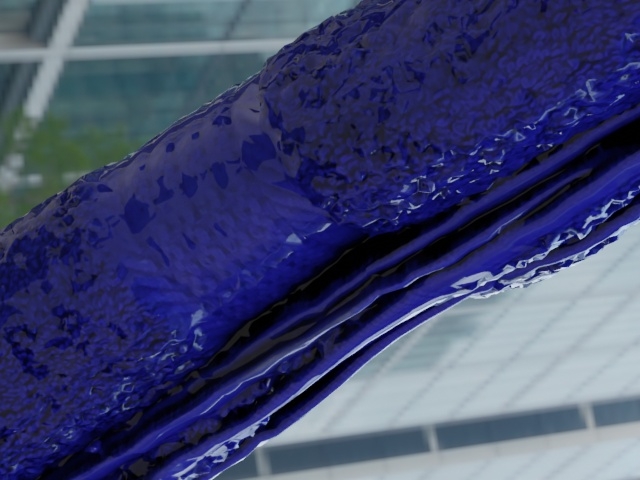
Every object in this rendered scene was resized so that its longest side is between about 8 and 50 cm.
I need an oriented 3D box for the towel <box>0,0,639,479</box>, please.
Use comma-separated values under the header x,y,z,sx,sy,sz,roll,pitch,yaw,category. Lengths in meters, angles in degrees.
x,y,z,sx,sy,sz,roll,pitch,yaw,category
0.000,0.000,0.456,0.308,0.227,0.076,-31,-90,20,towel
